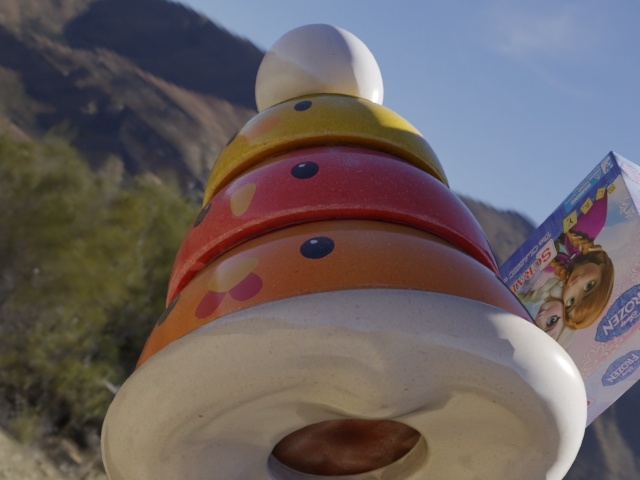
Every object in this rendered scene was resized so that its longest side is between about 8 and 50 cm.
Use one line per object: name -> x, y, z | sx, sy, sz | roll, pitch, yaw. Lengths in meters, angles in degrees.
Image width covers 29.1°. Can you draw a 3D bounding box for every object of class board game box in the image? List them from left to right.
board game box -> 0.349, 0.088, 1.676 | 0.066, 0.318, 0.318 | 26, 31, -23

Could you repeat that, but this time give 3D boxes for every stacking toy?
stacking toy -> 0.000, 0.000, 1.021 | 0.350, 0.351, 0.480 | 44, 29, -43
